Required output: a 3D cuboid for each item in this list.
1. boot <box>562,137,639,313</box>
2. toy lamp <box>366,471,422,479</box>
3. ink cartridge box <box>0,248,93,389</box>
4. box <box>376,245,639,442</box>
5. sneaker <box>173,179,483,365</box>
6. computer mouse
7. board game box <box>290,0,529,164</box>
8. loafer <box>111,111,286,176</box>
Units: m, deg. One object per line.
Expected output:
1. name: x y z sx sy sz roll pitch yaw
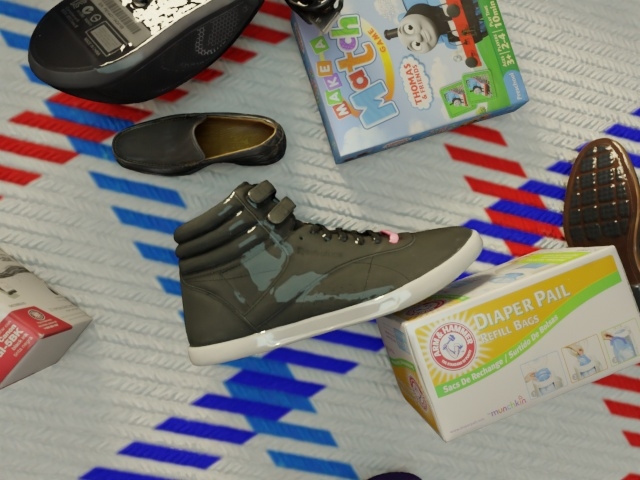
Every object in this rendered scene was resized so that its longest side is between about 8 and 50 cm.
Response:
1. boot: 0.333 0.002 0.470 0.106 0.082 0.219 1 82 -28
2. toy lamp: 0.096 0.372 0.413 0.080 0.080 0.275 -11 86 -7
3. ink cartridge box: -0.286 0.054 0.374 0.135 0.099 0.056 39 84 -4
4. box: 0.171 0.087 0.415 0.203 0.114 0.103 -19 89 -6
5. sneaker: 0.000 0.000 0.403 0.295 0.104 0.147 -18 94 -2
6. computer mouse: -0.128 -0.204 0.412 0.272 0.072 0.188 -34 68 -11
7. board game box: 0.093 -0.187 0.457 0.211 0.039 0.160 -18 89 -6
8. loafer: -0.117 -0.099 0.418 0.170 0.061 0.062 -9 89 -6
